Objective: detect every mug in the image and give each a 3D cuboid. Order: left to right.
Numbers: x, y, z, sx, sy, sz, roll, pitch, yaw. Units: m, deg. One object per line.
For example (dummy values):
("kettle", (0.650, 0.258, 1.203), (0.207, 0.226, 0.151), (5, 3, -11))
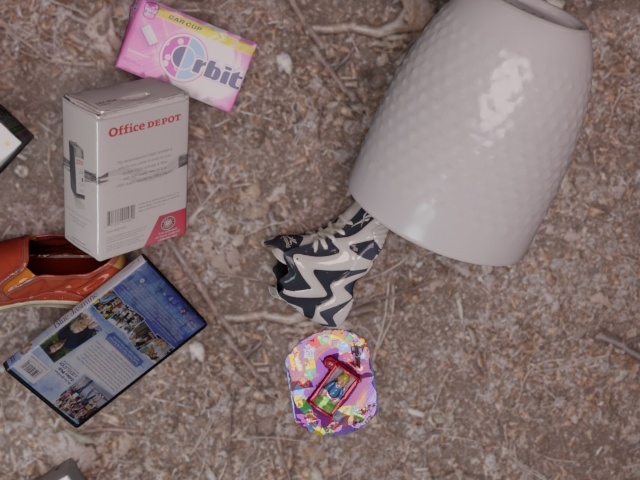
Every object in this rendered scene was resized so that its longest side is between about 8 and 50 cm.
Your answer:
("mug", (0.253, -0.177, 1.754), (0.276, 0.374, 0.328), (37, 116, 31))

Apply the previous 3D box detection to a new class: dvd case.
("dvd case", (-0.307, 0.149, 1.811), (0.253, 0.022, 0.180), (-38, 136, -2))

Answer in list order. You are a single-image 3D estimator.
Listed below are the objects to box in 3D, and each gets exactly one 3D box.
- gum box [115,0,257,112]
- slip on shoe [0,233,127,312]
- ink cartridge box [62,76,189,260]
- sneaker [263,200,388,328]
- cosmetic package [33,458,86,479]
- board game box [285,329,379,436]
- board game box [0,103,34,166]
("gum box", (-0.198, -0.268, 1.794), (0.188, 0.062, 0.107), (21, 95, -10))
("slip on shoe", (-0.433, 0.038, 1.764), (0.331, 0.123, 0.101), (-1, 135, -13))
("ink cartridge box", (-0.269, -0.103, 1.730), (0.158, 0.092, 0.218), (-20, 126, -41))
("sneaker", (0.000, 0.000, 1.843), (0.153, 0.094, 0.235), (21, 104, -19))
("cosmetic package", (-0.459, 0.545, 1.855), (0.377, 0.097, 0.284), (-31, 98, -3))
("board game box", (0.020, 0.222, 1.909), (0.133, 0.033, 0.169), (-10, 99, -7))
("board game box", (-0.532, -0.208, 1.674), (0.303, 0.224, 0.097), (44, 89, -11))
